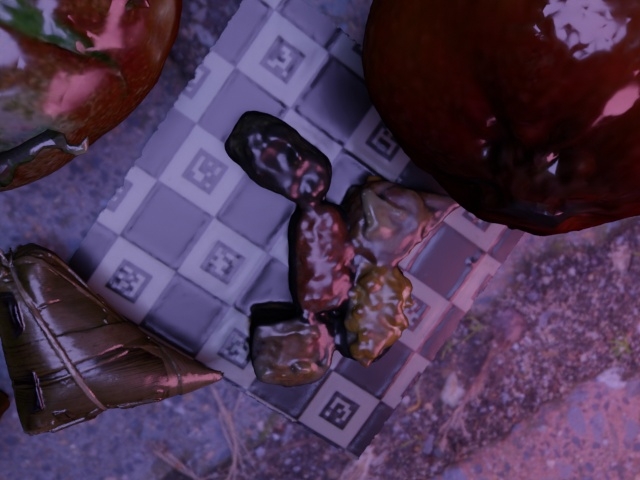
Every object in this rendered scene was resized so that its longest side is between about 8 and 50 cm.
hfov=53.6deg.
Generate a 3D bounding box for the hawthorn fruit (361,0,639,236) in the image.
[{"bbox_3d":[0.184,-0.158,0.484,0.295,0.295,0.311,7,94,-11],"label":"hawthorn fruit"}]

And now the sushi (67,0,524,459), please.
[{"bbox_3d":[0.000,0.000,0.584,0.359,0.064,0.343,35,92,-13],"label":"sushi"}]

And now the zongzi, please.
[{"bbox_3d":[-0.186,0.060,0.554,0.178,0.081,0.188,-11,101,-12],"label":"zongzi"}]

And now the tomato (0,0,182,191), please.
[{"bbox_3d":[-0.235,-0.191,0.422,0.304,0.239,0.303,-4,113,-10],"label":"tomato"}]

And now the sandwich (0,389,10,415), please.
[{"bbox_3d":[-0.337,0.158,0.500,0.113,0.163,0.079,32,93,-12],"label":"sandwich"}]
